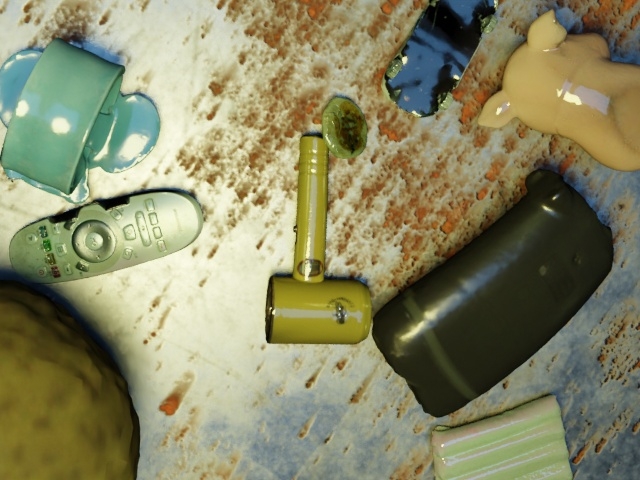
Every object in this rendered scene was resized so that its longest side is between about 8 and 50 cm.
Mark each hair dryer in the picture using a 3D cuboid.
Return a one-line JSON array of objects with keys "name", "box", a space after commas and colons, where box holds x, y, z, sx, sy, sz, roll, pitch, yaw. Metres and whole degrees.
[{"name": "hair dryer", "box": [0.000, 0.000, 1.271, 0.135, 0.090, 0.279, 2, 92, -7]}]

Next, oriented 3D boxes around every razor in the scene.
[{"name": "razor", "box": [0.236, 0.075, 1.278, 0.349, 0.113, 0.204, -41, 123, 0]}]

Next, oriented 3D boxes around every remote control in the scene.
[{"name": "remote control", "box": [-0.279, -0.007, 1.248, 0.256, 0.045, 0.097, -12, 99, -2]}]

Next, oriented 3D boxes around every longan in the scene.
[{"name": "longan", "box": [-0.403, 0.237, 1.108, 0.391, 0.391, 0.391, -1, 99, -7]}]

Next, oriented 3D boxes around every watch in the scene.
[{"name": "watch", "box": [-0.307, -0.137, 1.147, 0.211, 0.193, 0.211, -1, 97, -7]}]

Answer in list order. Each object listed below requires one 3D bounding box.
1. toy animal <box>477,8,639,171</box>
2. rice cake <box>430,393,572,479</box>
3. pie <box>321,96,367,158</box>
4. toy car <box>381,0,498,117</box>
[{"name": "toy animal", "box": [0.351, -0.181, 1.250, 0.250, 0.154, 0.166, 22, 103, -8]}, {"name": "rice cake", "box": [0.261, 0.329, 1.374, 0.198, 0.037, 0.189, -11, 100, -6]}, {"name": "pie", "box": [0.032, -0.149, 1.263, 0.085, 0.017, 0.085, 8, 78, -42]}, {"name": "toy car", "box": [0.159, -0.259, 1.260, 0.095, 0.056, 0.205, 29, 90, -11]}]
